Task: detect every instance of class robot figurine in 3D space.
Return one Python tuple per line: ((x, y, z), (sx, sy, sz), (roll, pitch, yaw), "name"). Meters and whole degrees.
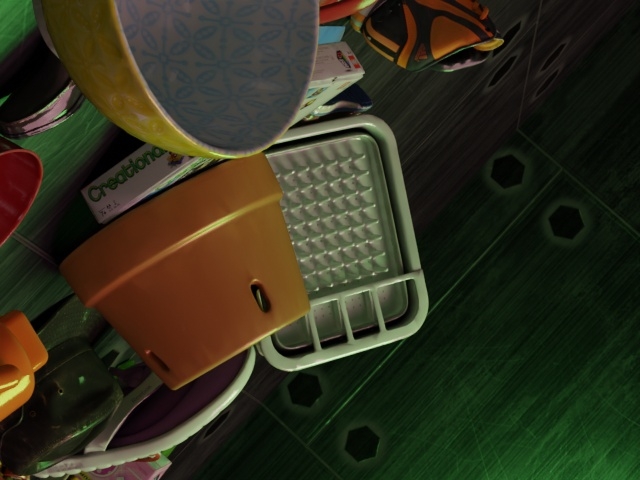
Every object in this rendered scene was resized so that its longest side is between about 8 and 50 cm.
((-0.405, 0.161, 1.557), (0.219, 0.158, 0.128), (-38, 143, -39), "robot figurine")

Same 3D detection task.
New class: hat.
((-0.363, 0.226, 1.925), (0.331, 0.134, 0.331), (-45, 167, -13), "hat")

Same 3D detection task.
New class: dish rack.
((0.000, 0.000, 2.033), (0.285, 0.333, 0.072), (-14, -174, -28), "dish rack")

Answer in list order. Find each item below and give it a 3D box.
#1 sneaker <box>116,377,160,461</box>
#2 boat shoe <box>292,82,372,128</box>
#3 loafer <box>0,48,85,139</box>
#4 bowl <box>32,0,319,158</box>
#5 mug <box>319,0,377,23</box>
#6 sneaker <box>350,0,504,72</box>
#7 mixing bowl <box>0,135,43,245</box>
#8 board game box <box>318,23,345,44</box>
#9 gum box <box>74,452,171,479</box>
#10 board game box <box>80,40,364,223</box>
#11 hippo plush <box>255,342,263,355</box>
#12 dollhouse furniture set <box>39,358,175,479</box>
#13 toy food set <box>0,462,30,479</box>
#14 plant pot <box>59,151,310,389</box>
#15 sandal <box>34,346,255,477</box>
((-0.335, 0.277, 2.195), (0.087, 0.221, 0.128), (42, 51, -59), "sneaker")
((0.008, -0.197, 2.069), (0.066, 0.066, 0.183), (-48, 160, 27), "boat shoe")
((-0.237, -0.161, 1.303), (0.170, 0.062, 0.061), (-47, 147, -22), "loafer")
((-0.140, -0.205, 1.156), (0.156, 0.290, 0.289), (-4, -164, 33), "bowl")
((-0.008, -0.292, 1.517), (0.169, 0.113, 0.150), (-42, -157, -4), "mug")
((0.208, -0.352, 1.964), (0.321, 0.180, 0.124), (-46, 169, -7), "sneaker")
((-0.338, -0.039, 1.207), (0.181, 0.098, 0.181), (-46, 169, -12), "mixing bowl")
((-0.044, -0.236, 1.810), (0.133, 0.033, 0.168), (-48, 165, 25), "board game box")
((-0.338, 0.343, 2.260), (0.107, 0.188, 0.062), (-52, 168, 16), "gum box")
((-0.111, -0.126, 1.641), (0.305, 0.053, 0.193), (-32, 176, 25), "board game box")
((-0.112, 0.044, 2.165), (0.234, 0.294, 0.236), (-10, 177, -26), "hippo plush")
((-0.316, 0.340, 2.423), (0.301, 0.151, 0.197), (-52, 168, 23), "dollhouse furniture set")
((-0.492, 0.393, 2.157), (0.218, 0.071, 0.128), (-39, 166, -38), "toy food set")
((-0.147, 0.050, 1.742), (0.290, 0.204, 0.291), (-29, 178, -1), "plant pot")
((-0.284, 0.237, 2.037), (0.416, 0.102, 0.169), (-25, -147, 20), "sandal")
